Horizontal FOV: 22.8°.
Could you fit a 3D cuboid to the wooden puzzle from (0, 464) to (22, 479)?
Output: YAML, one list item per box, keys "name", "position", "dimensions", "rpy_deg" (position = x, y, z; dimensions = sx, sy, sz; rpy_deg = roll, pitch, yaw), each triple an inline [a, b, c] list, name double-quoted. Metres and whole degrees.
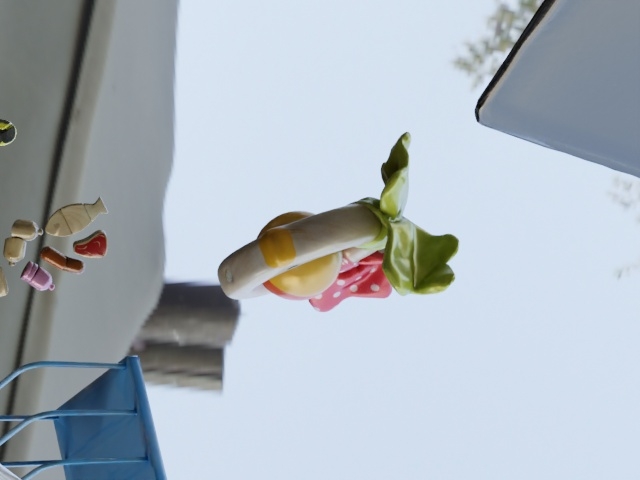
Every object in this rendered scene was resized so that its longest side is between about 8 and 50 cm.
- name: "wooden puzzle"
  position: [-0.177, 0.245, 0.577]
  dimensions: [0.348, 0.322, 0.080]
  rpy_deg: [-40, -136, 0]

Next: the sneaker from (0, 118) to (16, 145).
- name: "sneaker"
  position: [-0.319, -0.097, 1.456]
  dimensions: [0.083, 0.035, 0.031]
  rpy_deg: [7, -98, -2]

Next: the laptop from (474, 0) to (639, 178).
- name: "laptop"
  position: [0.295, -0.222, 0.684]
  dimensions: [0.382, 0.236, 0.408]
  rpy_deg: [15, -111, -28]

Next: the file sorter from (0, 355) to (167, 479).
- name: "file sorter"
  position: [-0.195, 0.190, 1.227]
  dimensions: [0.104, 0.118, 0.170]
  rpy_deg: [4, -120, -41]

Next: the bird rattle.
- name: "bird rattle"
  position: [0.000, 0.000, 1.441]
  dimensions: [0.207, 0.253, 0.143]
  rpy_deg: [-13, -92, -30]

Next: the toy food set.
- name: "toy food set"
  position: [-0.255, 0.008, 1.511]
  dimensions: [0.122, 0.078, 0.019]
  rpy_deg: [-17, -161, -7]
